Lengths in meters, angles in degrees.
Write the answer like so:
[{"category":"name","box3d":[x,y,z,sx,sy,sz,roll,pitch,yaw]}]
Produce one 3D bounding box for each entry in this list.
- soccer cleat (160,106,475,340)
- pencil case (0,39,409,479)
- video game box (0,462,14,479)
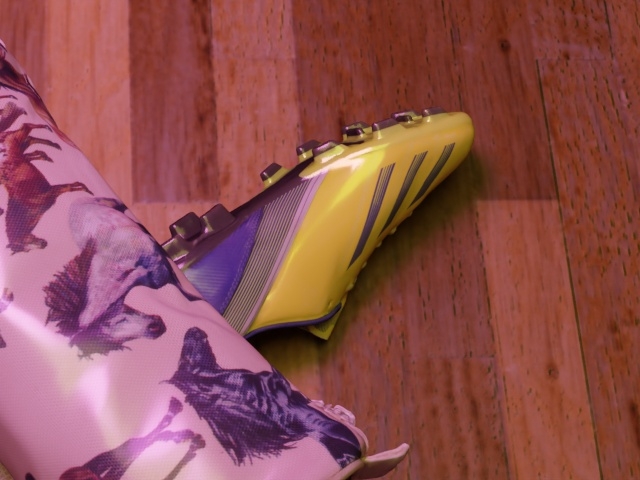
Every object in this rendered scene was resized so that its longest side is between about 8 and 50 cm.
[{"category":"soccer cleat","box3d":[-0.001,0.000,1.202,0.289,0.093,0.121,-31,100,-26]},{"category":"pencil case","box3d":[-0.145,0.048,1.050,0.183,0.160,0.410,-31,70,-33]},{"category":"video game box","box3d":[-0.227,0.116,1.118,0.205,0.048,0.187,-29,71,-21]}]
